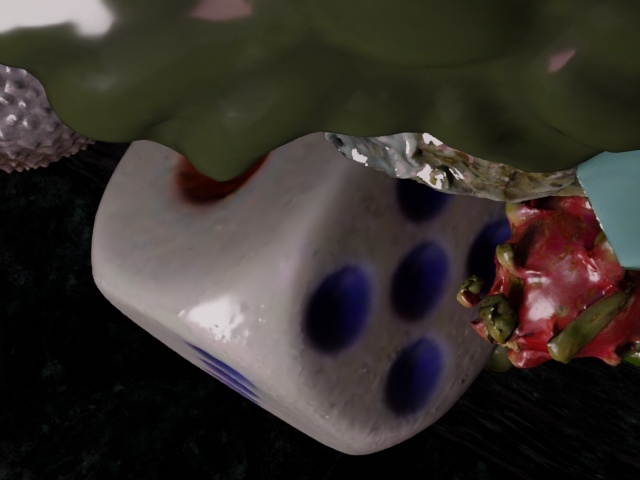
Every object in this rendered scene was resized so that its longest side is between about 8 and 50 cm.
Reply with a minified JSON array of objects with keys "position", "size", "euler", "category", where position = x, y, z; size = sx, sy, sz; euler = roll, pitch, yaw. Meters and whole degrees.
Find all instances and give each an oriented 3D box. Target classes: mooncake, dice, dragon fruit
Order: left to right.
[{"position":[0.000,0.000,1.030],"size":[0.277,0.304,0.304],"euler":[21,163,45],"category":"dice"},{"position":[0.005,-0.159,0.411],"size":[0.351,0.187,0.351],"euler":[11,148,7],"category":"mooncake"},{"position":[0.207,0.029,0.909],"size":[0.160,0.172,0.166],"euler":[38,174,19],"category":"dragon fruit"}]

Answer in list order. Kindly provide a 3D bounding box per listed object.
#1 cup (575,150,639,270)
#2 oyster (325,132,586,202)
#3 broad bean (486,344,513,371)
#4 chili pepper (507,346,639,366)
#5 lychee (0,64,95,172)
[{"position":[0.235,-0.057,0.512],"size":[0.236,0.148,0.134],"euler":[-22,91,63],"category":"cup"},{"position":[0.047,-0.133,0.694],"size":[0.351,0.158,0.162],"euler":[39,161,11],"category":"oyster"},{"position":[0.190,0.080,1.472],"size":[0.206,0.072,0.153],"euler":[50,161,-18],"category":"broad bean"},{"position":[0.364,0.133,1.184],"size":[0.359,0.076,0.085],"euler":[21,144,32],"category":"chili pepper"},{"position":[-0.302,-0.197,1.100],"size":[0.300,0.300,0.300],"euler":[31,168,7],"category":"lychee"}]
